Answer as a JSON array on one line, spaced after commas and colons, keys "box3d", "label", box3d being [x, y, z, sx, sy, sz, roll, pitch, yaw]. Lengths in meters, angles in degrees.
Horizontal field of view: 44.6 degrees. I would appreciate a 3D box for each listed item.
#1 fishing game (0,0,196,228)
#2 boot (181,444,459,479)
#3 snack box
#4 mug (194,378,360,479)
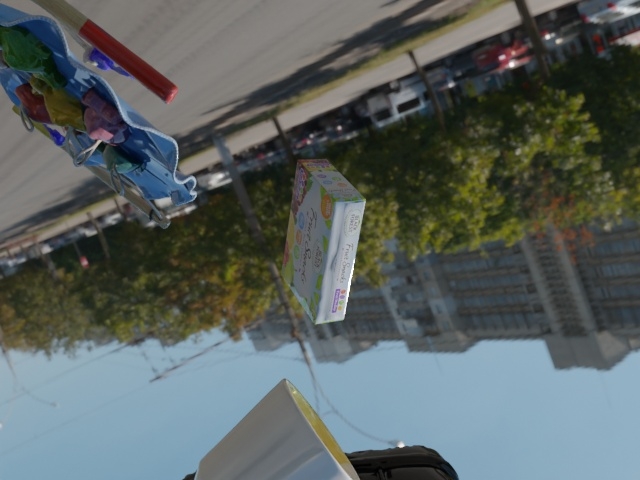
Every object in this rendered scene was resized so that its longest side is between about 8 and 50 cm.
[{"box3d": [-0.149, -0.075, 0.421, 0.041, 0.189, 0.264, -53, -174, -15], "label": "fishing game"}, {"box3d": [0.005, 0.210, 0.491, 0.247, 0.094, 0.207, -7, -173, -8], "label": "boot"}, {"box3d": [0.000, 0.000, 0.802, 0.037, 0.141, 0.100, -5, -150, -25], "label": "snack box"}, {"box3d": [-0.023, 0.111, 0.374, 0.064, 0.062, 0.078, -37, 160, -3], "label": "mug"}]
